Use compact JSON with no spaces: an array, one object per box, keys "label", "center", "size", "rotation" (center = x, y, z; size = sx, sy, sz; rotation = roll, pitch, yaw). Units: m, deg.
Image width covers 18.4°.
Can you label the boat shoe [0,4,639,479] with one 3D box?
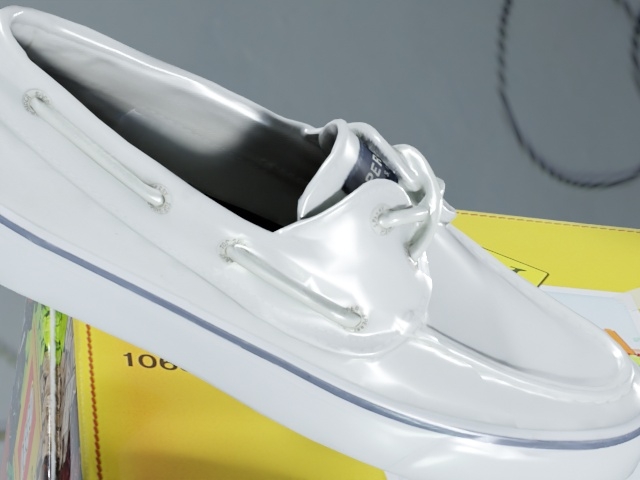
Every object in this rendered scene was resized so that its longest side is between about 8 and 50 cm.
[{"label":"boat shoe","center":[0.000,0.000,0.667],"size":[0.267,0.088,0.096],"rotation":[25,32,-1]}]

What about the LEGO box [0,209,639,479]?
[{"label":"LEGO box","center":[0.123,0.156,0.843],"size":[0.500,0.372,0.193],"rotation":[6,118,-12]}]
